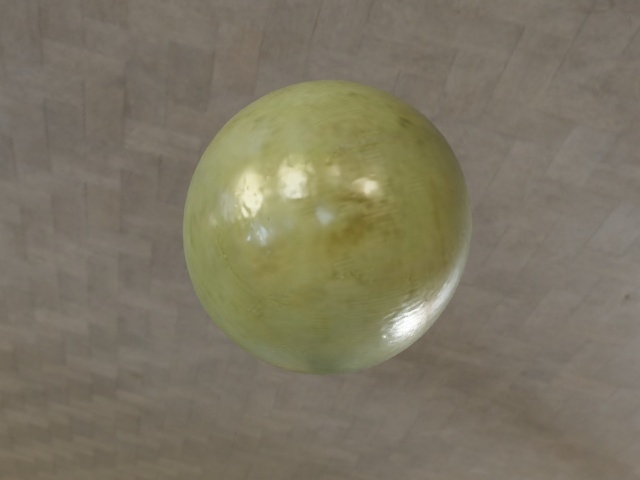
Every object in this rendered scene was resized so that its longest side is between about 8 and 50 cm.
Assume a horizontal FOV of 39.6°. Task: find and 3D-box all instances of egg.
[{"bbox_3d":[0.000,0.000,0.710,0.219,0.218,0.295,16,159,-4],"label":"egg"}]
